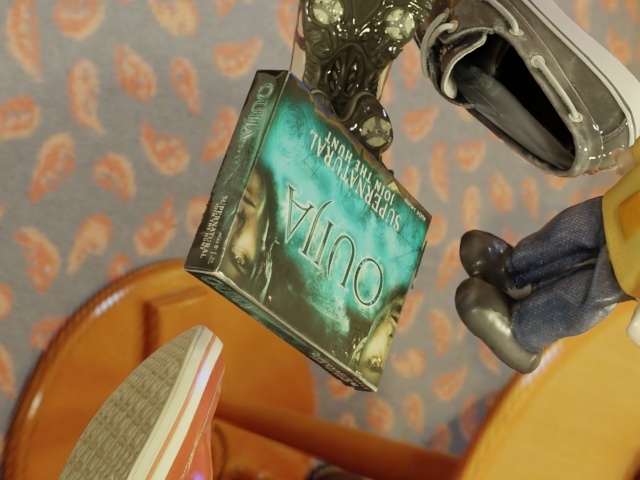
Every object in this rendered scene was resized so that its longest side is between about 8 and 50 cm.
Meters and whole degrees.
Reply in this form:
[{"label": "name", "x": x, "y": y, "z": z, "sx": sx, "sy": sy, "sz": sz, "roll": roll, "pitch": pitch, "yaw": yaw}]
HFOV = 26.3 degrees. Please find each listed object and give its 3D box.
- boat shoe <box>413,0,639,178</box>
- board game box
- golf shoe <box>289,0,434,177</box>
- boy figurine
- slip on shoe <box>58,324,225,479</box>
[{"label": "boat shoe", "x": 0.130, "y": -0.154, "z": 1.109, "sx": 0.102, "sy": 0.301, "sz": 0.108, "roll": -21, "pitch": 146, "yaw": -34}, {"label": "board game box", "x": 0.000, "y": 0.000, "z": 0.812, "sx": 0.186, "sy": 0.026, "sz": 0.126, "roll": 40, "pitch": 63, "yaw": -49}, {"label": "golf shoe", "x": 0.013, "y": -0.150, "z": 1.068, "sx": 0.105, "sy": 0.120, "sz": 0.273, "roll": 13, "pitch": 90, "yaw": -19}, {"label": "boy figurine", "x": 0.216, "y": -0.012, "z": 0.853, "sx": 0.092, "sy": 0.285, "sz": 0.177, "roll": 38, "pitch": 42, "yaw": -23}, {"label": "slip on shoe", "x": -0.117, "y": 0.198, "z": 0.918, "sx": 0.101, "sy": 0.123, "sz": 0.331, "roll": 38, "pitch": 40, "yaw": -27}]
